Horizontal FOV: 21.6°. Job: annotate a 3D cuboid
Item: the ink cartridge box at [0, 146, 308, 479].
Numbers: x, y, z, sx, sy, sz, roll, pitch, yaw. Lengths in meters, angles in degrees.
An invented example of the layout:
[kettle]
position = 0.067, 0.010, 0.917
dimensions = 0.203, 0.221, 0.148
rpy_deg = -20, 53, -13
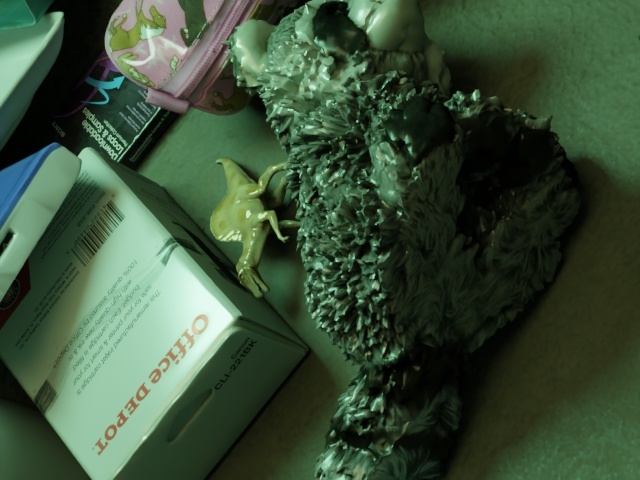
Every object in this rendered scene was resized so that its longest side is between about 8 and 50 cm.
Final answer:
[ink cartridge box]
position = -0.169, 0.079, 1.508
dimensions = 0.197, 0.114, 0.273
rpy_deg = -51, 51, 8

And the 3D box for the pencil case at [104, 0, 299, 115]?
[pencil case]
position = -0.047, -0.287, 1.468
dimensions = 0.160, 0.167, 0.386
rpy_deg = 45, 124, 16

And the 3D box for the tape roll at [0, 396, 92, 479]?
[tape roll]
position = -0.346, 0.253, 1.533
dimensions = 0.246, 0.169, 0.246
rpy_deg = -12, 67, 31

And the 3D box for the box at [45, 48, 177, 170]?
[box]
position = -0.192, -0.140, 1.659
dimensions = 0.162, 0.029, 0.116
rpy_deg = -52, 53, 9

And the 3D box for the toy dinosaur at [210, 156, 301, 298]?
[toy dinosaur]
position = -0.059, -0.037, 1.502
dimensions = 0.092, 0.053, 0.183
rpy_deg = -26, 47, 12

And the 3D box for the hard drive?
[hard drive]
position = -0.338, 0.026, 1.567
dimensions = 0.210, 0.040, 0.318
rpy_deg = -61, 20, -20

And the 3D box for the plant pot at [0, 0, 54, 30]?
[plant pot]
position = -0.325, -0.341, 1.708
dimensions = 0.165, 0.165, 0.234
rpy_deg = -3, 37, 33

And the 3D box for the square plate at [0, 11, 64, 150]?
[square plate]
position = -0.422, -0.079, 1.706
dimensions = 0.344, 0.049, 0.347
rpy_deg = 4, 58, 51

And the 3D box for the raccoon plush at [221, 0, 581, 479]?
[raccoon plush]
position = 0.000, 0.000, 1.377
dimensions = 0.299, 0.216, 0.446
rpy_deg = 30, 91, 46

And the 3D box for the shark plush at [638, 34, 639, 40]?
[shark plush]
position = 0.314, -0.214, 1.323
dimensions = 0.161, 0.073, 0.067
rpy_deg = -44, 84, 8
